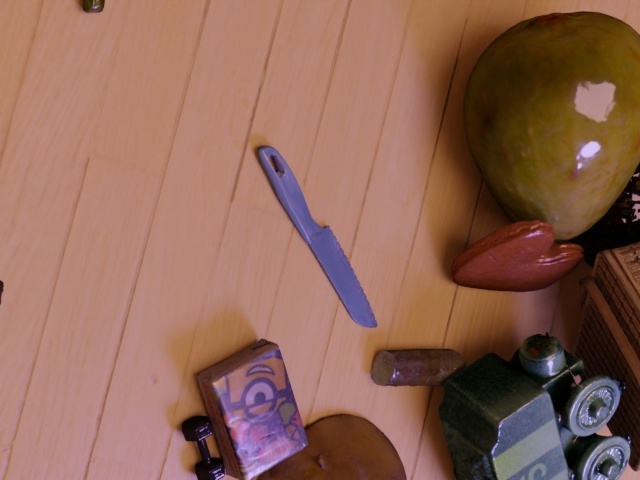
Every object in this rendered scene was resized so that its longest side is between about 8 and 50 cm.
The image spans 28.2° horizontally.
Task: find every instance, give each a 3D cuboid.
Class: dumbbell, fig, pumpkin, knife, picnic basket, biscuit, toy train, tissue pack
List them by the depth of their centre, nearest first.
[{"bbox_3d":[-0.144,0.258,1.572,0.036,0.040,0.083,-44,122,-58],"label":"dumbbell"},{"bbox_3d":[-0.084,0.212,1.594,0.108,0.060,0.148,-26,111,-29],"label":"tissue pack"},{"bbox_3d":[0.000,0.000,1.659,0.044,0.019,0.313,-43,119,-26],"label":"knife"},{"bbox_3d":[0.320,-0.147,1.725,0.258,0.258,0.326,-21,125,-31],"label":"fig"},{"bbox_3d":[0.286,0.027,1.762,0.192,0.186,0.036,6,62,-33],"label":"biscuit"},{"bbox_3d":[0.301,0.277,1.778,0.238,0.167,0.299,-31,124,-17],"label":"toy train"},{"bbox_3d":[0.480,0.150,1.794,0.175,0.228,0.313,-17,146,-10],"label":"picnic basket"},{"bbox_3d":[0.478,-0.050,1.897,0.238,0.159,0.238,-4,97,-33],"label":"pumpkin"}]

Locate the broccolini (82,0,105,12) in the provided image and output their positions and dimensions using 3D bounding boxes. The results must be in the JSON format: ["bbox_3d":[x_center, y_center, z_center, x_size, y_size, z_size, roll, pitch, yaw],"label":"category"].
[{"bbox_3d":[-0.257,-0.362,1.410,0.067,0.058,0.216,4,98,3],"label":"broccolini"}]

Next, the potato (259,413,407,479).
[{"bbox_3d":[0.020,0.373,1.660,0.239,0.116,0.299,44,69,-25],"label":"potato"}]

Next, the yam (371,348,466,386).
[{"bbox_3d":[0.135,0.175,1.749,0.132,0.054,0.054,3,94,-34],"label":"yam"}]

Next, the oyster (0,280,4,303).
[{"bbox_3d":[-0.450,0.049,1.309,0.259,0.092,0.198,-3,97,-26],"label":"oyster"}]
